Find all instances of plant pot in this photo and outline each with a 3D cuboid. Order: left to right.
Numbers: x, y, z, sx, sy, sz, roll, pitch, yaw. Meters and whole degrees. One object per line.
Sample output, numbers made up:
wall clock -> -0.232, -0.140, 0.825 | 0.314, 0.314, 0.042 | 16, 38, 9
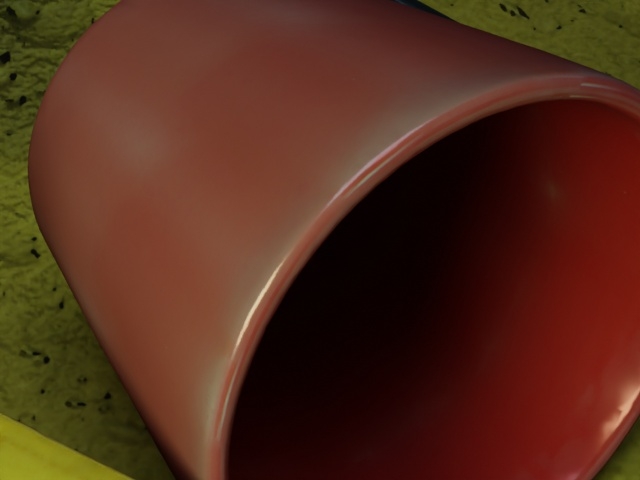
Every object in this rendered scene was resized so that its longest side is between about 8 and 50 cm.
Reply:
plant pot -> 0.000, 0.000, 0.715 | 0.275, 0.275, 0.243 | -30, 44, -22

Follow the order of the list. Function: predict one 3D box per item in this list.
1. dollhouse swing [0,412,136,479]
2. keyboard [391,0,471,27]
dollhouse swing -> -0.194, 0.186, 0.480 | 0.315, 0.305, 0.347 | 22, 62, 23
keyboard -> 0.101, -0.075, 0.829 | 0.317, 0.201, 0.033 | 33, 92, 23
